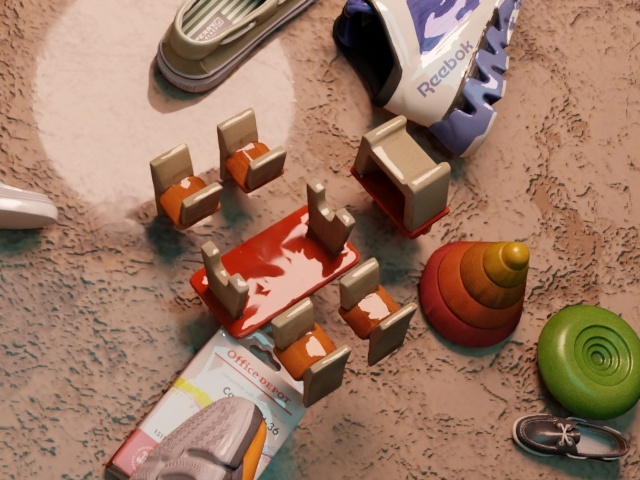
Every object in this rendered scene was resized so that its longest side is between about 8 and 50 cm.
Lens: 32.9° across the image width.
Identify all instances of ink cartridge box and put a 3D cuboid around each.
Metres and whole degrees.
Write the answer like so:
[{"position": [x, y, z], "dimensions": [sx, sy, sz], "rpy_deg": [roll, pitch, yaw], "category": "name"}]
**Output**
[{"position": [-0.092, 0.166, 1.014], "dimensions": [0.115, 0.067, 0.198], "rpy_deg": [39, 67, -4], "category": "ink cartridge box"}]

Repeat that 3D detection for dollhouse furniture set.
[{"position": [0.000, 0.000, 1.055], "dimensions": [0.259, 0.135, 0.262], "rpy_deg": [-32, 67, -20], "category": "dollhouse furniture set"}]

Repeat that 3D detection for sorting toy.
[{"position": [0.284, 0.096, 1.112], "dimensions": [0.366, 0.126, 0.127], "rpy_deg": [30, 62, -2], "category": "sorting toy"}]

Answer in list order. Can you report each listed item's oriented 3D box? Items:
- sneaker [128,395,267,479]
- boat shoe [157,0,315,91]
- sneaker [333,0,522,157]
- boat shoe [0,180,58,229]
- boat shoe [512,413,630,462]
[{"position": [-0.100, 0.299, 0.898], "dimensions": [0.180, 0.125, 0.321], "rpy_deg": [40, 66, -24], "category": "sneaker"}, {"position": [-0.056, -0.277, 1.139], "dimensions": [0.109, 0.094, 0.302], "rpy_deg": [37, 67, -5], "category": "boat shoe"}, {"position": [0.117, -0.262, 1.174], "dimensions": [0.182, 0.127, 0.315], "rpy_deg": [17, 72, -15], "category": "sneaker"}, {"position": [-0.335, -0.052, 1.005], "dimensions": [0.184, 0.066, 0.063], "rpy_deg": [7, 73, -6], "category": "boat shoe"}, {"position": [0.263, 0.207, 1.134], "dimensions": [0.125, 0.038, 0.046], "rpy_deg": [17, 68, -13], "category": "boat shoe"}]
